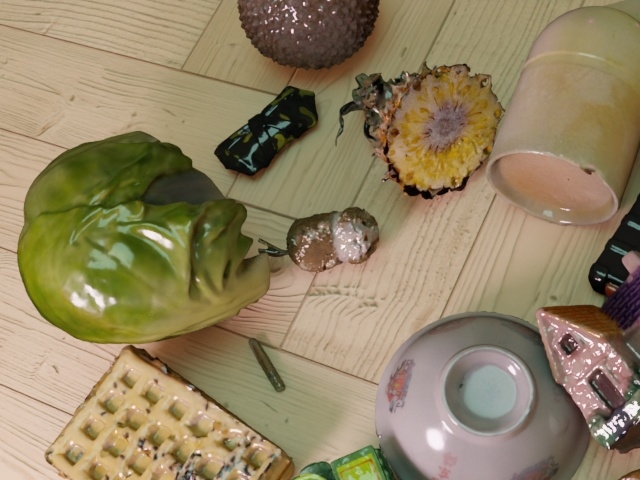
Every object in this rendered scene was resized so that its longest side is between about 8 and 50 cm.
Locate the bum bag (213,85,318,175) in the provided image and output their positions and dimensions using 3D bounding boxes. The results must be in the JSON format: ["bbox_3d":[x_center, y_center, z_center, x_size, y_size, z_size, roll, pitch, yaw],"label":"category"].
[{"bbox_3d":[-0.097,-0.214,2.158,0.232,0.060,0.107,-41,68,-6],"label":"bum bag"}]

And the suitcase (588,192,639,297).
[{"bbox_3d":[0.608,0.050,1.799,0.285,0.066,0.206,29,73,28],"label":"suitcase"}]

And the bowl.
[{"bbox_3d":[0.254,0.250,1.701,0.345,0.157,0.345,-2,70,4],"label":"bowl"}]

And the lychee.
[{"bbox_3d":[-0.018,-0.478,2.164,0.300,0.300,0.300,-7,60,12],"label":"lychee"}]

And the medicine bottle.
[{"bbox_3d":[0.459,-0.254,1.913,0.236,0.236,0.406,15,67,23],"label":"medicine bottle"}]

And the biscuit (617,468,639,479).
[{"bbox_3d":[0.528,0.516,1.494,0.283,0.064,0.432,-22,73,45],"label":"biscuit"}]

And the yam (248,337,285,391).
[{"bbox_3d":[-0.096,0.218,1.937,0.021,0.021,0.116,-32,59,-3],"label":"yam"}]

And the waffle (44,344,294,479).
[{"bbox_3d":[-0.256,0.370,1.843,0.376,0.114,0.261,30,73,28],"label":"waffle"}]

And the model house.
[{"bbox_3d":[0.465,0.152,1.651,0.237,0.202,0.237,54,125,29],"label":"model house"}]

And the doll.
[{"bbox_3d":[-0.001,0.006,1.979,0.221,0.105,0.115,-17,22,7],"label":"doll"}]

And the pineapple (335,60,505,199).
[{"bbox_3d":[0.159,-0.234,2.030,0.262,0.262,0.272,-39,35,-7],"label":"pineapple"}]

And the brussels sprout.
[{"bbox_3d":[-0.336,0.021,1.909,0.361,0.342,0.425,-37,50,-22],"label":"brussels sprout"}]

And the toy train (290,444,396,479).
[{"bbox_3d":[0.056,0.452,1.683,0.188,0.159,0.271,-22,56,-1],"label":"toy train"}]
